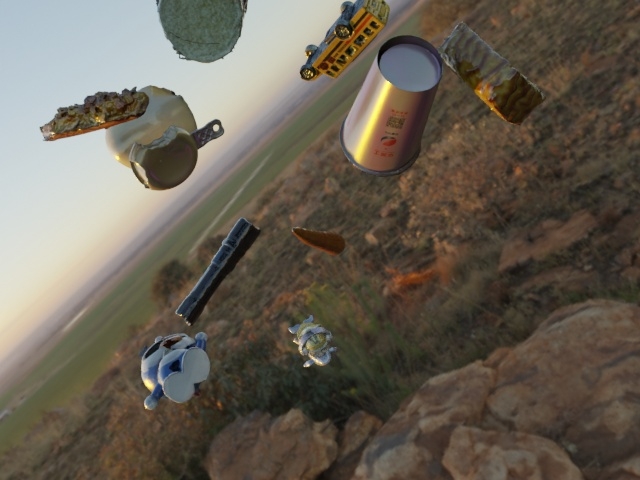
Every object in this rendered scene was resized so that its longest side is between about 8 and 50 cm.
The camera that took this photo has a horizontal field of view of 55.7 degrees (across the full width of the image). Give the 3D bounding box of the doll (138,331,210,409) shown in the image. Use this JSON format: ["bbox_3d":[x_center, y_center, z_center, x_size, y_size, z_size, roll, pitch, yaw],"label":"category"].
[{"bbox_3d":[-0.350,0.307,1.453,0.215,0.161,0.256,-42,9,-23],"label":"doll"}]

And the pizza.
[{"bbox_3d":[-0.574,-0.319,1.519,0.305,0.086,0.161,-14,10,8],"label":"pizza"}]

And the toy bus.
[{"bbox_3d":[0.065,-0.602,1.831,0.335,0.122,0.121,-37,31,47],"label":"toy bus"}]

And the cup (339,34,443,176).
[{"bbox_3d":[0.158,-0.290,1.296,0.203,0.203,0.288,-48,-9,-20],"label":"cup"}]

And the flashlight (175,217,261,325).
[{"bbox_3d":[-0.363,0.112,2.150,0.424,0.103,0.103,-57,16,-12],"label":"flashlight"}]

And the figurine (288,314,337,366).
[{"bbox_3d":[-0.026,0.336,2.023,0.128,0.184,0.208,-29,49,-13],"label":"figurine"}]

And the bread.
[{"bbox_3d":[0.360,-0.351,1.283,0.096,0.181,0.222,-48,55,22],"label":"bread"}]

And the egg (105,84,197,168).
[{"bbox_3d":[-0.516,-0.314,1.814,0.286,0.265,0.174,-16,19,21],"label":"egg"}]

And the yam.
[{"bbox_3d":[-0.279,-0.577,1.464,0.241,0.241,0.348,-39,28,17],"label":"yam"}]

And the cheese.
[{"bbox_3d":[-0.389,-0.256,1.682,0.286,0.163,0.082,-40,38,-23],"label":"cheese"}]

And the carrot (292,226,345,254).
[{"bbox_3d":[0.000,0.000,1.764,0.069,0.069,0.336,-39,-21,16],"label":"carrot"}]
